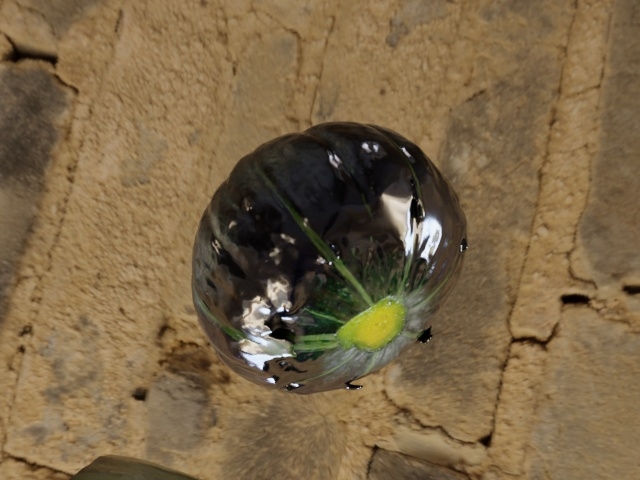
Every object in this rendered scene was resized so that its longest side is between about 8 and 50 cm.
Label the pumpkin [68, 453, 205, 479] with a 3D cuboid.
[{"bbox_3d":[-0.075,0.215,0.452,0.110,0.217,0.217,-6,-101,6],"label":"pumpkin"}]

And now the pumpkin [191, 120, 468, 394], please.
[{"bbox_3d":[0.000,0.000,0.945,0.296,0.296,0.295,0,-101,0],"label":"pumpkin"}]
